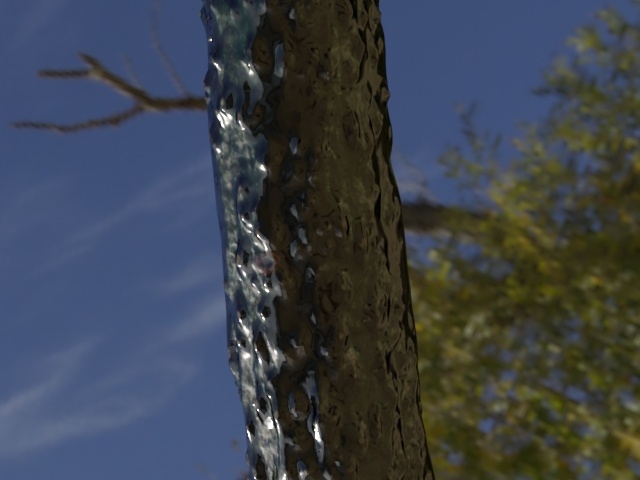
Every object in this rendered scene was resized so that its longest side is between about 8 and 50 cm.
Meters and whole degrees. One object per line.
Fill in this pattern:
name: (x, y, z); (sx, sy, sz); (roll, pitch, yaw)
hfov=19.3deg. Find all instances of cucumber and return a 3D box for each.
cucumber: (-0.001, -0.001, 0.657); (0.072, 0.072, 0.300); (-20, -68, -40)
